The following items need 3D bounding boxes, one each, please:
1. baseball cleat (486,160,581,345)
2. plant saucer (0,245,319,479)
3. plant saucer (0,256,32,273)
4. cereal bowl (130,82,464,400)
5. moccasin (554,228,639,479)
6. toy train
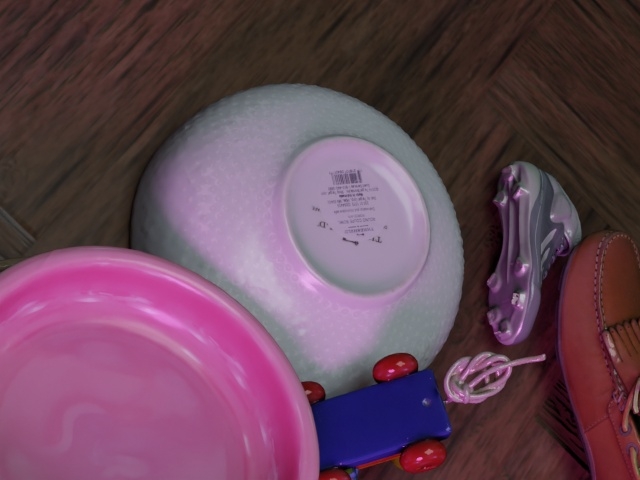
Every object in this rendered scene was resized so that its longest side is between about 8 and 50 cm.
[{"bbox_3d":[0.230,0.018,1.771,0.109,0.072,0.206,18,68,-32],"label":"baseball cleat"},{"bbox_3d":[-0.164,0.163,1.393,0.332,0.084,0.332,15,51,-20],"label":"plant saucer"},{"bbox_3d":[-0.240,0.151,1.463,0.278,0.041,0.278,11,67,-27],"label":"plant saucer"},{"bbox_3d":[0.000,0.000,1.599,0.339,0.141,0.339,10,69,-27],"label":"cereal bowl"},{"bbox_3d":[0.332,0.171,1.717,0.139,0.147,0.380,12,66,-44],"label":"moccasin"},{"bbox_3d":[0.087,0.169,1.529,0.248,0.143,0.105,-17,67,-1],"label":"toy train"}]
